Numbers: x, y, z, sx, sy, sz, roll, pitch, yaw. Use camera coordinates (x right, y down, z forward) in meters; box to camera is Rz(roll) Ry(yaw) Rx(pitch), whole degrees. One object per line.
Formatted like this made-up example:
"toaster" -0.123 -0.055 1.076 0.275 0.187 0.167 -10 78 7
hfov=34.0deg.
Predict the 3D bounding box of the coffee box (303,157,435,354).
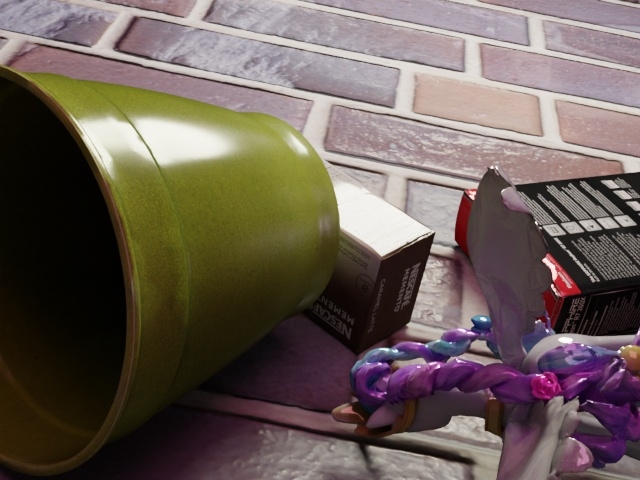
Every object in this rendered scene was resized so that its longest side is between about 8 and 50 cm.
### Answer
"coffee box" 0.000 0.000 1.238 0.246 0.141 0.098 36 41 30

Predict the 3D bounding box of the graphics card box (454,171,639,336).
"graphics card box" 0.389 0.012 1.367 0.370 0.094 0.233 -8 39 -23

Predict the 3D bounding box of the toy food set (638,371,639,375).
"toy food set" 0.394 0.157 1.224 0.122 0.019 0.078 -10 40 -27

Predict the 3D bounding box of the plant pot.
"plant pot" -0.174 0.003 1.050 0.366 0.367 0.353 34 29 30

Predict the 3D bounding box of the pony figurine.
"pony figurine" 0.215 0.130 0.961 0.363 0.351 0.303 4 65 -10
